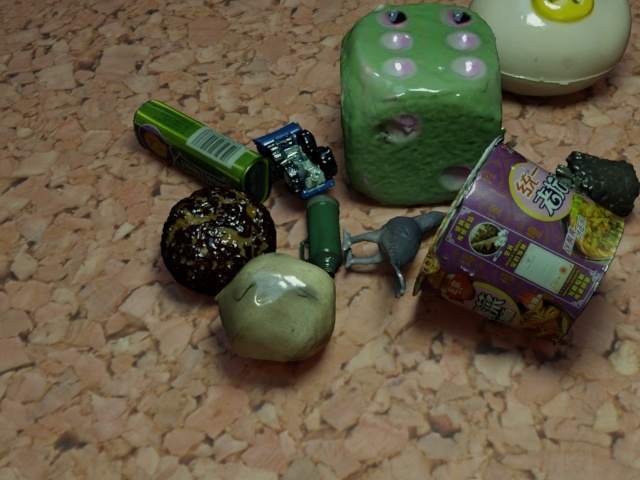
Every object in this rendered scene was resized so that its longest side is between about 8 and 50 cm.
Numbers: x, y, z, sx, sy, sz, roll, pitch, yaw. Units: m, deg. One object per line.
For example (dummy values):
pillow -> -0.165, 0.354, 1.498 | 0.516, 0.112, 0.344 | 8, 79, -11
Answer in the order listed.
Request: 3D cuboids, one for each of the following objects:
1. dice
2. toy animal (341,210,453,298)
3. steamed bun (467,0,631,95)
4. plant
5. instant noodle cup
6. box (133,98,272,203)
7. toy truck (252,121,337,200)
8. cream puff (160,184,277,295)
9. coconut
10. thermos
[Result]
dice -> 0.204, -0.289, 1.470 | 0.318, 0.330, 0.322 | -3, 52, 4
toy animal -> 0.131, 0.010, 1.355 | 0.206, 0.081, 0.367 | -3, 20, 29
steamed bun -> 0.528, -0.500, 1.633 | 0.374, 0.334, 0.333 | 6, 51, 3
plant -> 0.541, -0.105, 1.421 | 0.195, 0.132, 0.129 | -4, 48, -4
instant noodle cup -> 0.354, 0.018, 1.234 | 0.266, 0.340, 0.340 | 30, 58, 14
box -> -0.266, -0.192, 1.554 | 0.346, 0.134, 0.097 | 30, 59, 25
toy truck -> -0.053, -0.168, 1.520 | 0.113, 0.126, 0.208 | -26, 46, -15
cream puff -> -0.204, -0.008, 1.377 | 0.239, 0.164, 0.239 | -4, 49, 4
coconut -> -0.083, 0.118, 1.237 | 0.224, 0.224, 0.224 | -2, 51, 3
thermos -> 0.004, -0.002, 1.414 | 0.083, 0.073, 0.187 | 4, 50, -9
